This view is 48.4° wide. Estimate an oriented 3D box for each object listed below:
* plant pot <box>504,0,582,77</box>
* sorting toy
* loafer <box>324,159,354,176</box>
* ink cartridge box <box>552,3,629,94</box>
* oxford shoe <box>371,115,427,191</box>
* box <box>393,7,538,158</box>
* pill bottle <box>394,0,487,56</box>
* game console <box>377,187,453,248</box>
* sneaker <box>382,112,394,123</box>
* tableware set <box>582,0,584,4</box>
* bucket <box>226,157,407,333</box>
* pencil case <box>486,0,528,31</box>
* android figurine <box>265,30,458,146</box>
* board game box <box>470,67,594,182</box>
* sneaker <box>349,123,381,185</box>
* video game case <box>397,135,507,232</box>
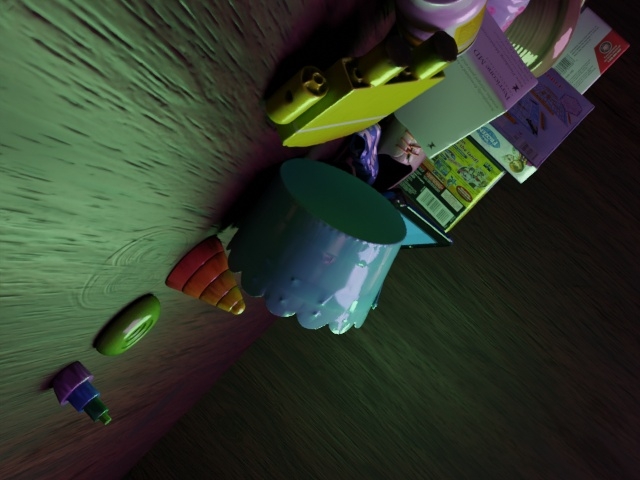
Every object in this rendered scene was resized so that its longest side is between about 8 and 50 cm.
[{"bbox_3d":[0.348,-0.415,1.283,0.110,0.237,0.237,3,149,-23],"label":"plant pot"},{"bbox_3d":[-0.261,0.158,1.172,0.365,0.126,0.127,-44,173,-17],"label":"sorting toy"},{"bbox_3d":[0.037,-0.126,1.472,0.078,0.076,0.223,-38,172,20],"label":"loafer"},{"bbox_3d":[0.621,-0.517,1.859,0.197,0.273,0.114,-46,177,8],"label":"ink cartridge box"},{"bbox_3d":[0.205,-0.226,1.459,0.397,0.140,0.146,-54,-165,47],"label":"oxford shoe"},{"bbox_3d":[0.204,-0.258,1.123,0.119,0.181,0.182,-42,-172,-37],"label":"box"},{"bbox_3d":[0.153,-0.311,0.907,0.119,0.119,0.208,-46,174,4],"label":"pill bottle"},{"bbox_3d":[0.085,-0.006,1.532,0.250,0.173,0.293,-30,-168,-29],"label":"game console"},{"bbox_3d":[0.195,-0.255,1.593,0.081,0.094,0.208,-42,174,-41],"label":"sneaker"},{"bbox_3d":[0.432,-0.503,1.296,0.039,0.194,0.128,-10,157,-5],"label":"tableware set"},{"bbox_3d":[0.000,0.000,1.213,0.183,0.281,0.281,-59,168,26],"label":"bucket"},{"bbox_3d":[0.240,-0.355,1.204,0.273,0.113,0.124,125,-23,-51],"label":"pencil case"},{"bbox_3d":[0.044,-0.190,0.932,0.248,0.056,0.273,-17,176,-36],"label":"android figurine"},{"bbox_3d":[0.432,-0.330,1.631,0.318,0.318,0.066,-40,173,-36],"label":"board game box"},{"bbox_3d":[0.084,-0.173,1.448,0.059,0.053,0.144,-30,131,-40],"label":"sneaker"},{"bbox_3d":[0.278,-0.189,1.706,0.035,0.275,0.248,-36,168,-43],"label":"video game case"}]
